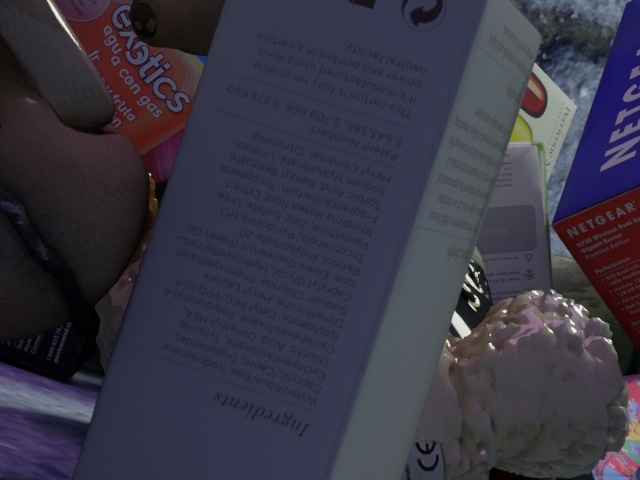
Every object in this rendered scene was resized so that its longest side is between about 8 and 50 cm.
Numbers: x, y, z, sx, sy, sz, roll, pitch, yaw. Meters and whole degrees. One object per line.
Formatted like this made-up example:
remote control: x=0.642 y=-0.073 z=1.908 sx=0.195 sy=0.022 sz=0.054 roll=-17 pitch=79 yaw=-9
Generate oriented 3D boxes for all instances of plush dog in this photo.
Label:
plush dog: x=-0.022 y=0.057 z=0.888 sx=0.262 sy=0.210 sz=0.225 roll=47 pitch=-21 yaw=-15

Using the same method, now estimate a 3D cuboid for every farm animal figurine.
farm animal figurine: x=-0.123 y=-0.081 z=0.659 sx=0.327 sy=0.330 sz=0.172 roll=-108 pitch=172 yaw=-48

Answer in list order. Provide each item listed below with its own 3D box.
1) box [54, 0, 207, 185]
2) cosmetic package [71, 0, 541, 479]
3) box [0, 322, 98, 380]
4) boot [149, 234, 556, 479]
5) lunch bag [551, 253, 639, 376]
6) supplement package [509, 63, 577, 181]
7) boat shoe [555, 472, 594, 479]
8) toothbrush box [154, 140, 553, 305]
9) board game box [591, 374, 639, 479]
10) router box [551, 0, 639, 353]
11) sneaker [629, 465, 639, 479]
box: x=-0.096 y=-0.121 z=1.230 sx=0.154 sy=0.142 sz=0.300 roll=-18 pitch=7 yaw=-6
cosmetic package: x=-0.006 y=0.020 z=0.620 sx=0.085 sy=0.231 sz=0.117 roll=20 pitch=1 yaw=15
box: x=-0.210 y=-0.002 z=1.178 sx=0.184 sy=0.103 sz=0.261 roll=23 pitch=2 yaw=-2
boot: x=0.018 y=0.062 z=1.069 sx=0.236 sy=0.085 sz=0.179 roll=6 pitch=40 yaw=-30
lunch bag: x=0.232 y=0.102 z=1.539 sx=0.287 sy=0.169 sz=0.235 roll=24 pitch=-1 yaw=-43
supplement package: x=0.081 y=-0.109 z=1.519 sx=0.134 sy=0.139 sz=0.244 roll=15 pitch=-12 yaw=36
boat shoe: x=0.222 y=0.143 z=1.228 sx=0.302 sy=0.103 sz=0.113 roll=19 pitch=2 yaw=-11
toothbrush box: x=0.000 y=0.000 z=1.317 sx=0.206 sy=0.122 sz=0.283 roll=-4 pitch=2 yaw=-26
board game box: x=0.228 y=0.134 z=1.134 sx=0.133 sy=0.033 sz=0.169 roll=5 pitch=44 yaw=-20
router box: x=0.308 y=0.001 z=1.383 sx=0.301 sy=0.082 sz=0.335 roll=53 pitch=33 yaw=-19
sneaker: x=0.266 y=0.176 z=1.039 sx=0.237 sy=0.086 sz=0.085 roll=19 pitch=0 yaw=-24
